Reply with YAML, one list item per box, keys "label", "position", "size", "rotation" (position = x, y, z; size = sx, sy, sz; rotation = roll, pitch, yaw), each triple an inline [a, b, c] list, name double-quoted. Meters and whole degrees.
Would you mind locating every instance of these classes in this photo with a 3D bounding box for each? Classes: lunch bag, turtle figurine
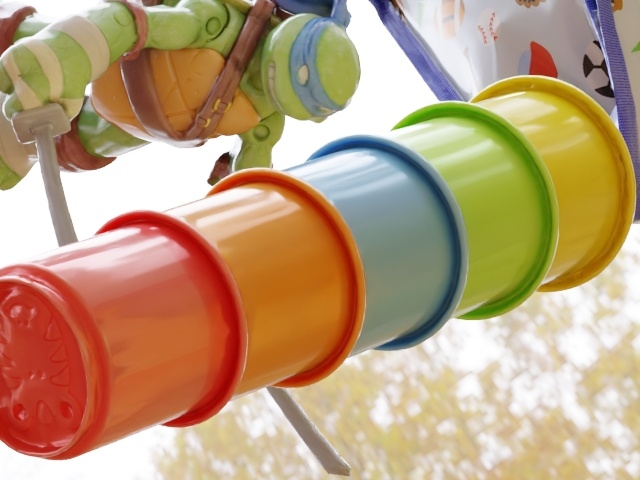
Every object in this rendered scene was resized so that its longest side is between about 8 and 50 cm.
- label: "lunch bag"
  position: [0.276, -0.156, 1.570]
  size: [0.328, 0.385, 0.239]
  rotation: [0, -48, -28]
- label: "turtle figurine"
  position: [-0.118, -0.037, 1.002]
  size: [0.198, 0.266, 0.274]
  rotation: [6, -87, -50]

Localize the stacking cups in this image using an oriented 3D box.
- label: "stacking cups"
  position: [0.000, 0.000, 0.719]
  size: [0.316, 0.096, 0.096]
  rotation: [-14, -52, -52]
